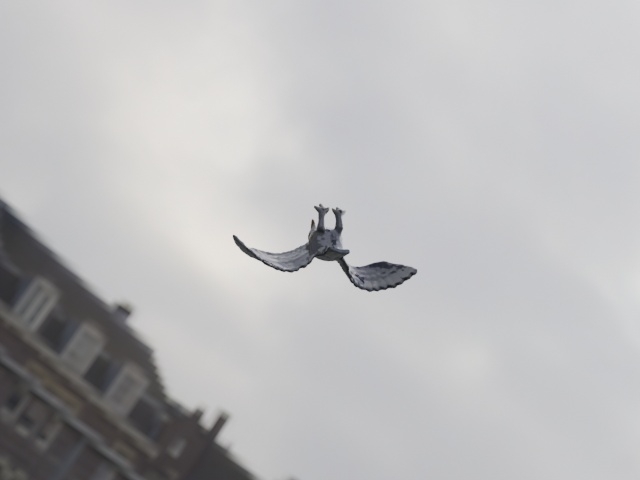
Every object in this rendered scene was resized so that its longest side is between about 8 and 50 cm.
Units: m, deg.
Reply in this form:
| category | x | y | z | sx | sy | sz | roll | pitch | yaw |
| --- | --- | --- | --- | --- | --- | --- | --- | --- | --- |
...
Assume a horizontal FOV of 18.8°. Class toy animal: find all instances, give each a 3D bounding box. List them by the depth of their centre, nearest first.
| category | x | y | z | sx | sy | sz | roll | pitch | yaw |
| --- | --- | --- | --- | --- | --- | --- | --- | --- | --- |
| toy animal | 0.001 | 0.000 | 0.868 | 0.084 | 0.050 | 0.028 | 13 | -56 | -10 |
